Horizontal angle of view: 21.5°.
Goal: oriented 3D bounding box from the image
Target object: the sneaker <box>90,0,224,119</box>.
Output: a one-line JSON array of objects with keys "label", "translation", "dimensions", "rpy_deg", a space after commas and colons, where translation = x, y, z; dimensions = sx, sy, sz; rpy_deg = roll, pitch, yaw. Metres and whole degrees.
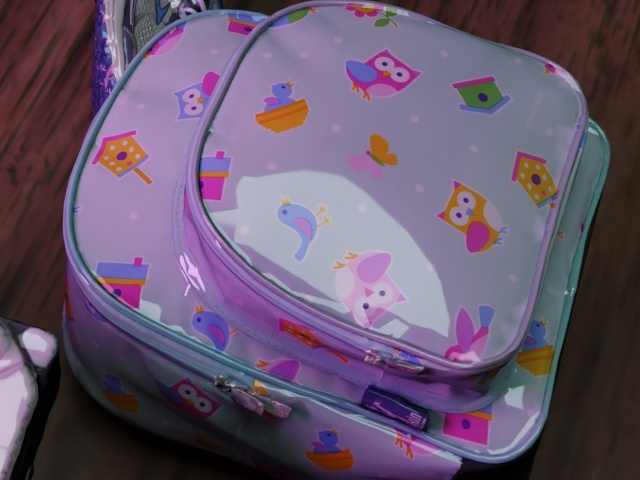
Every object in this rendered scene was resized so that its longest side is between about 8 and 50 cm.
[{"label": "sneaker", "translation": [-0.068, -0.096, 0.727], "dimensions": [0.058, 0.052, 0.135], "rpy_deg": [4, 54, -9]}]

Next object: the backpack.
[{"label": "backpack", "translation": [0.000, 0.000, 0.609], "dimensions": [0.188, 0.144, 0.166], "rpy_deg": [15, 59, 8]}]

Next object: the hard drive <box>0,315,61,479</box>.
[{"label": "hard drive", "translation": [-0.235, 0.148, 0.453], "dimensions": [0.237, 0.064, 0.339], "rpy_deg": [19, 70, -1]}]
